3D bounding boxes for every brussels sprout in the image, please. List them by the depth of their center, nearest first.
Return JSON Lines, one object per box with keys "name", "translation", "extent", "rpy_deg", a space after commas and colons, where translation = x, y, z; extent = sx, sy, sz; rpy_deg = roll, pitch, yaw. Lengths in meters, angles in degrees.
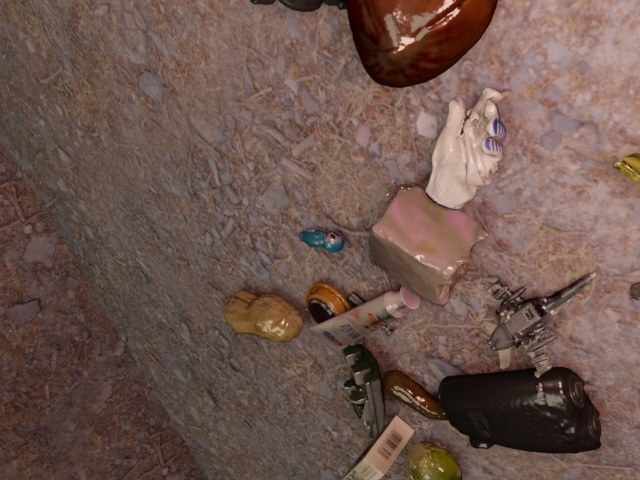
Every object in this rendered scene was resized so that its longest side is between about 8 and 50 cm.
{"name": "brussels sprout", "translation": [0.296, 0.607, 1.555], "extent": [0.155, 0.117, 0.155], "rpy_deg": [26, 145, 20]}

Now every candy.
{"name": "candy", "translation": [0.191, 0.007, 1.102], "extent": [0.195, 0.137, 0.185], "rpy_deg": [34, 160, 19]}

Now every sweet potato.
{"name": "sweet potato", "translation": [0.255, 0.391, 1.462], "extent": [0.233, 0.062, 0.081], "rpy_deg": [20, 133, 29]}

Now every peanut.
{"name": "peanut", "translation": [-0.170, 0.212, 1.686], "extent": [0.290, 0.130, 0.130], "rpy_deg": [3, 123, 43]}

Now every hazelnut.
{"name": "hazelnut", "translation": [0.137, -0.323, 0.847], "extent": [0.229, 0.229, 0.229], "rpy_deg": [27, 137, 28]}

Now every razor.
{"name": "razor", "translation": [0.402, 0.353, 1.238], "extent": [0.327, 0.107, 0.189], "rpy_deg": [-21, 104, 52]}

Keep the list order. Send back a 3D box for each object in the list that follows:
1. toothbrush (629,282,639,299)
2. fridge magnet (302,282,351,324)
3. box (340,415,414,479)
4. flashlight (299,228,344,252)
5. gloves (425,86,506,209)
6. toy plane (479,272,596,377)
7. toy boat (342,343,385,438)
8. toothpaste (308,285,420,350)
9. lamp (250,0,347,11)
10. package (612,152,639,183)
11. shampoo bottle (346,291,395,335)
{"name": "toothbrush", "translation": [0.579, 0.037, 0.854], "extent": [0.297, 0.030, 0.030], "rpy_deg": [-37, 66, 54]}
{"name": "fridge magnet", "translation": [0.019, 0.172, 1.509], "extent": [0.143, 0.063, 0.143], "rpy_deg": [27, 135, 30]}
{"name": "box", "translation": [0.153, 0.614, 1.666], "extent": [0.069, 0.164, 0.256], "rpy_deg": [39, 142, 13]}
{"name": "flashlight", "translation": [0.000, 0.000, 1.394], "extent": [0.129, 0.051, 0.051], "rpy_deg": [7, 126, 45]}
{"name": "gloves", "translation": [0.243, -0.150, 0.979], "extent": [0.119, 0.097, 0.229], "rpy_deg": [25, 139, 6]}
{"name": "toy plane", "translation": [0.390, 0.133, 1.081], "extent": [0.192, 0.088, 0.262], "rpy_deg": [65, 146, 27]}
{"name": "toy boat", "translation": [0.118, 0.417, 1.570], "extent": [0.141, 0.092, 0.319], "rpy_deg": [-120, 15, -53]}
{"name": "toothpaste", "translation": [0.100, 0.187, 1.401], "extent": [0.100, 0.066, 0.323], "rpy_deg": [40, 136, -15]}
{"name": "lamp", "translation": [-0.009, -0.460, 0.957], "extent": [0.172, 0.147, 0.227], "rpy_deg": [23, 150, -3]}
{"name": "package", "translation": [0.512, -0.098, 0.753], "extent": [0.168, 0.090, 0.226], "rpy_deg": [45, 140, 3]}
{"name": "shampoo bottle", "translation": [0.121, 0.179, 1.440], "extent": [0.137, 0.027, 0.048], "rpy_deg": [42, 143, 9]}
